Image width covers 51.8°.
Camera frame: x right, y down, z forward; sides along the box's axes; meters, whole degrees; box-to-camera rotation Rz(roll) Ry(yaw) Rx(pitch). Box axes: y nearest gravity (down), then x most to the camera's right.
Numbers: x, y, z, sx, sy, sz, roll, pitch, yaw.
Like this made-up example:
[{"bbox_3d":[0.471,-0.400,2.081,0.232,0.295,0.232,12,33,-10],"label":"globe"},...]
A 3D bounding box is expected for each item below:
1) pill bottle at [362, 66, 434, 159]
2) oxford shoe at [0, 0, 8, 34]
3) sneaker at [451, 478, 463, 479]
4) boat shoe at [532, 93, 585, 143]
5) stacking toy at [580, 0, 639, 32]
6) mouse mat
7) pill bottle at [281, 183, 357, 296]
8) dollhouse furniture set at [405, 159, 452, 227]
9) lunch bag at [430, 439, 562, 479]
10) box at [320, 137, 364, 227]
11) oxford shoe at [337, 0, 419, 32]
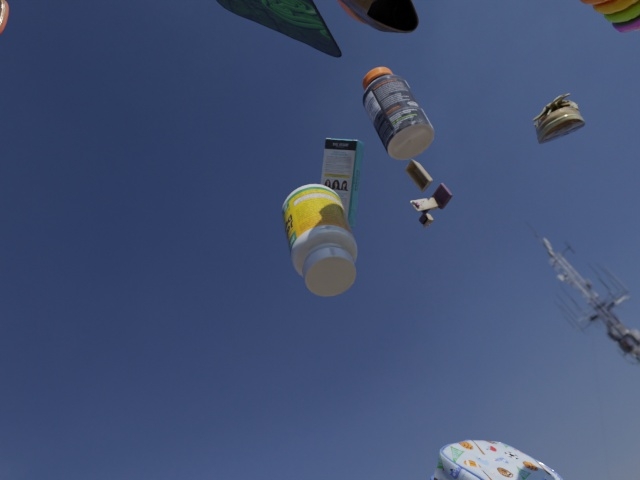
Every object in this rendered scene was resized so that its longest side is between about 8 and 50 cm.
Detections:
[{"bbox_3d":[0.189,-0.337,1.702,0.130,0.246,0.130,-15,-32,-10],"label":"pill bottle"},{"bbox_3d":[-0.626,-0.363,1.121,0.097,0.271,0.098,-9,-46,20],"label":"oxford shoe"},{"bbox_3d":[0.142,0.318,0.474,0.135,0.276,0.097,-27,-8,-21],"label":"sneaker"},{"bbox_3d":[0.526,-0.275,1.478,0.104,0.089,0.285,-22,-1,19],"label":"boat shoe"},{"bbox_3d":[0.591,-0.463,1.247,0.302,0.166,0.175,40,-94,-23],"label":"stacking toy"},{"bbox_3d":[-0.071,-0.264,0.704,0.007,0.189,0.152,-59,-25,-4],"label":"mouse mat"},{"bbox_3d":[0.000,0.000,1.163,0.117,0.208,0.118,-6,-53,-8],"label":"pill bottle"},{"bbox_3d":[0.178,-0.092,1.291,0.081,0.114,0.091,-12,-33,-37],"label":"dollhouse furniture set"},{"bbox_3d":[0.421,0.577,1.560,0.303,0.243,0.115,7,-78,-45],"label":"lunch bag"},{"bbox_3d":[0.056,-0.163,1.873,0.060,0.100,0.244,4,-86,-65],"label":"box"},{"bbox_3d":[0.044,-0.446,1.037,0.363,0.133,0.130,19,-69,-50],"label":"oxford shoe"}]
